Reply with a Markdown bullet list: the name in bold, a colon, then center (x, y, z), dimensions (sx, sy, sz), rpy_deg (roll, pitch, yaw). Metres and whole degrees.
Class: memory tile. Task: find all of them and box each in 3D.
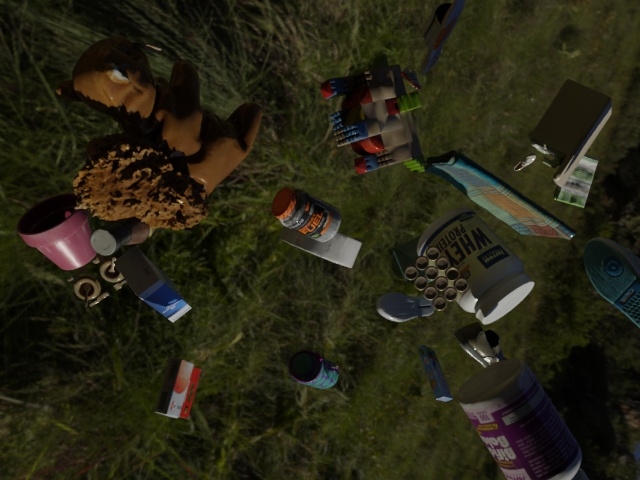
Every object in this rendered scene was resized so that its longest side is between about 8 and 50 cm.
- **memory tile**: center (0.297, 0.096, 1.405), dimensions (0.113, 0.148, 0.012), rpy_deg (-43, -176, 2)

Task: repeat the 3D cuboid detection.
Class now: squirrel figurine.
- **squirrel figurine**: center (-0.375, -0.227, 1.186), dimensions (0.280, 0.370, 0.397), rpy_deg (2, -113, 32)

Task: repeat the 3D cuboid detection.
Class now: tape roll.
- **tape roll**: center (0.000, 0.000, 1.931), dimensions (0.100, 0.286, 0.286), rpy_deg (-67, -165, 1)

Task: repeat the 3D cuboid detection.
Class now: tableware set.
- **tableware set**: center (-0.742, 0.133, 1.841), dimensions (0.194, 0.128, 0.039), rpy_deg (-35, -164, 1)

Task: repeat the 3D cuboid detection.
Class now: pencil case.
- **pencil case**: center (-0.011, 0.254, 1.079), dimensions (0.065, 0.070, 0.152), rpy_deg (64, 5, 23)

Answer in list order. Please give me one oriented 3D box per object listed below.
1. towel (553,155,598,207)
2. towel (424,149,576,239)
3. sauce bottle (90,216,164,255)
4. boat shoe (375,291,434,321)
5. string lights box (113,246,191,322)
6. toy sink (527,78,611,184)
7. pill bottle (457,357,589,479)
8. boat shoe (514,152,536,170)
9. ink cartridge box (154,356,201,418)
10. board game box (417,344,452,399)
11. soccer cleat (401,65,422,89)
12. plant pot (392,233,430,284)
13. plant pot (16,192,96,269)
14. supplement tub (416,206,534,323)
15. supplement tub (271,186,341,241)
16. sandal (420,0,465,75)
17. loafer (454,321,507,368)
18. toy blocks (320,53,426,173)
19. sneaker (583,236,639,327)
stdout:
- **towel**: center (0.766, -0.183, 1.639), dimensions (0.023, 0.113, 0.152), rpy_deg (-149, -107, -76)
- **towel**: center (0.459, -0.115, 1.454), dimensions (0.040, 0.370, 0.271), rpy_deg (-57, -175, 0)
- **sauce bottle**: center (-0.481, -0.049, 1.454), dimensions (0.111, 0.111, 0.344), rpy_deg (-63, 179, 24)
- **boat shoe**: center (0.340, 0.287, 2.325), dimensions (0.119, 0.335, 0.121), rpy_deg (-13, -107, 48)
- **string lights box**: center (-0.473, 0.131, 1.571), dimensions (0.076, 0.133, 0.260), rpy_deg (-39, 157, -10)
- **toy sink**: center (0.642, -0.280, 1.451), dimensions (0.152, 0.131, 0.234), rpy_deg (5, 118, -61)
- **pill bottle**: center (0.438, 0.418, 1.161), dimensions (0.169, 0.302, 0.169), rpy_deg (-32, 177, -2)
- **boat shoe**: center (0.804, -0.307, 2.162), dimensions (0.100, 0.035, 0.035), rpy_deg (-36, -172, 46)
- **ink cartridge box**: center (-0.368, 0.406, 1.482), dimensions (0.179, 0.045, 0.146), rpy_deg (52, 46, -61)
- **board game box**: center (0.459, 0.535, 2.202), dimensions (0.039, 0.160, 0.212), rpy_deg (-25, -117, 17)
- **soccer cleat**: center (0.268, -0.468, 1.579), dimensions (0.036, 0.083, 0.029), rpy_deg (-53, -154, 10)
- **plant pot**: center (0.439, 0.094, 2.342), dimensions (0.165, 0.166, 0.234), rpy_deg (-24, -169, -3)
- **plant pot**: center (-0.787, -0.017, 1.684), dimensions (0.201, 0.201, 0.180), rpy_deg (-88, 166, -50)
- **supplement tub**: center (0.487, 0.078, 1.742), dimensions (0.325, 0.235, 0.235), rpy_deg (53, -50, 28)
- **supplement tub**: center (-0.042, -0.078, 1.596), dimensions (0.117, 0.190, 0.117), rpy_deg (-27, -128, 40)
- **sandal**: center (0.318, -0.581, 1.551), dimensions (0.102, 0.076, 0.265), rpy_deg (-47, 170, -31)
- **loafer**: center (0.476, 0.308, 1.535), dimensions (0.087, 0.251, 0.094), rpy_deg (-41, -145, 15)
- **toy blocks**: center (0.150, -0.360, 1.653), dimensions (0.190, 0.260, 0.382), rpy_deg (-6, -78, 57)
- **sneaker**: center (0.820, 0.103, 1.361), dimensions (0.319, 0.208, 0.127), rpy_deg (57, -33, 24)
